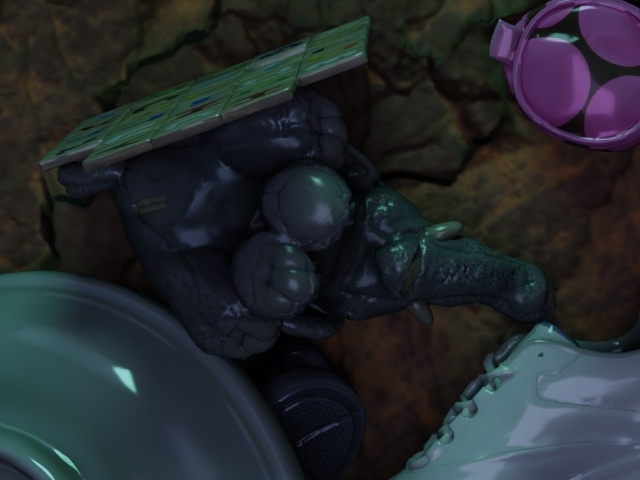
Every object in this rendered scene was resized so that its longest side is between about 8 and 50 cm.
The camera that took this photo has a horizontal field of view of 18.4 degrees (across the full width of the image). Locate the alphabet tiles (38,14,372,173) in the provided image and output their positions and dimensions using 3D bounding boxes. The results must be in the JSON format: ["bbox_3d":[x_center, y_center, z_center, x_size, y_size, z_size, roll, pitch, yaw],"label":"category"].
[{"bbox_3d":[-0.065,-0.082,1.141,0.198,0.237,0.009,-19,100,6],"label":"alphabet tiles"}]

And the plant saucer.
[{"bbox_3d":[-0.192,0.217,1.189,0.400,0.100,0.401,-1,88,25],"label":"plant saucer"}]

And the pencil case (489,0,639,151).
[{"bbox_3d":[0.153,-0.097,1.141,0.098,0.209,0.095,10,91,9],"label":"pencil case"}]

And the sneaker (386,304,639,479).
[{"bbox_3d":[0.122,0.124,1.227,0.297,0.111,0.129,-24,99,-2],"label":"sneaker"}]

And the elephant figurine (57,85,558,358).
[{"bbox_3d":[0.000,0.000,1.206,0.169,0.239,0.186,-36,68,23],"label":"elephant figurine"}]

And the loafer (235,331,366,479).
[{"bbox_3d":[-0.084,0.188,1.271,0.109,0.095,0.302,30,106,-31],"label":"loafer"}]
